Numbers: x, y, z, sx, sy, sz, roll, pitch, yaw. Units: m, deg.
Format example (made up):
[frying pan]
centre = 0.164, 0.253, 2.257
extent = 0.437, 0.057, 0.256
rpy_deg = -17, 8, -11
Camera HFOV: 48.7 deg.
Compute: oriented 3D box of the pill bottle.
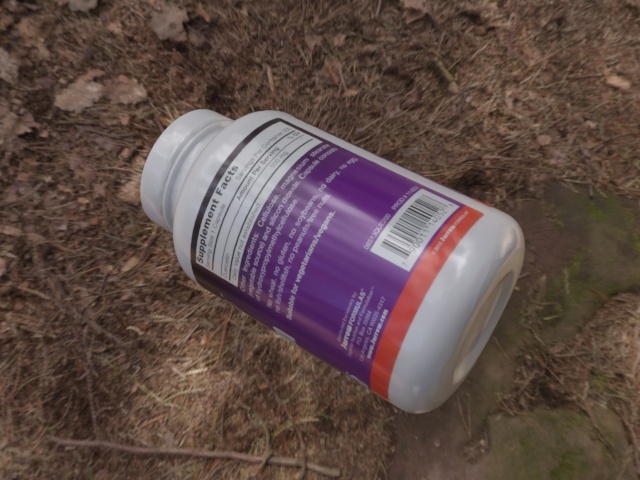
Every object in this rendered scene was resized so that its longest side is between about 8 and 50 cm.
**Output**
[pill bottle]
centre = 0.000, 0.000, 0.628
extent = 0.323, 0.181, 0.181
rpy_deg = 28, 91, 23
